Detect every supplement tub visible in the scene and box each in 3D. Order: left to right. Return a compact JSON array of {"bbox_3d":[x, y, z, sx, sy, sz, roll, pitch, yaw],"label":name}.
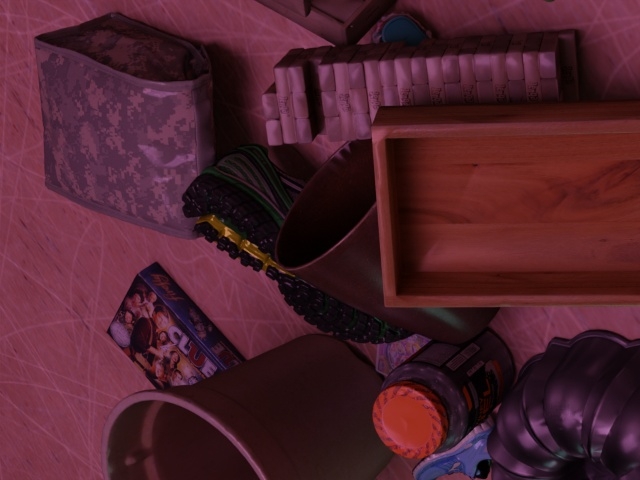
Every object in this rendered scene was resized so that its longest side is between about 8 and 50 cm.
[{"bbox_3d":[0.147,0.183,1.643,0.117,0.190,0.117,11,113,29],"label":"supplement tub"}]

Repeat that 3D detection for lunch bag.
[{"bbox_3d":[-0.236,-0.152,1.835,0.287,0.169,0.235,25,127,36],"label":"lunch bag"}]

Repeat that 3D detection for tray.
[{"bbox_3d":[0.265,-0.038,1.383,0.410,0.076,0.203,-1,114,10],"label":"tray"}]

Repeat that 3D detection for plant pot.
[{"bbox_3d":[-0.069,0.284,1.818,0.333,0.305,0.334,20,125,32],"label":"plant pot"},{"bbox_3d":[0.104,0.013,1.593,0.230,0.215,0.215,39,141,-21],"label":"plant pot"}]

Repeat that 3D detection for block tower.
[{"bbox_3d":[0.108,-0.165,1.475,0.335,0.097,0.091,-3,112,14],"label":"block tower"}]

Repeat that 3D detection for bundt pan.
[{"bbox_3d":[0.332,0.279,1.589,0.330,0.124,0.331,21,126,33],"label":"bundt pan"}]

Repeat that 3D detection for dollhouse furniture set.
[{"bbox_3d":[-0.014,-0.349,1.503,0.161,0.212,0.242,32,157,23],"label":"dollhouse furniture set"}]

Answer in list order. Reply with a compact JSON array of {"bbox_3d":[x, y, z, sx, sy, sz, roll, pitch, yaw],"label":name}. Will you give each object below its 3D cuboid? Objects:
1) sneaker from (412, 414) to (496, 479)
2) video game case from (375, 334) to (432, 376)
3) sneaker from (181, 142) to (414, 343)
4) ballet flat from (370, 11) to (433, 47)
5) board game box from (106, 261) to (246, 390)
[{"bbox_3d":[0.182,0.290,1.773,0.073,0.063,0.162,51,136,4],"label":"sneaker"},{"bbox_3d":[0.126,0.158,1.788,0.122,0.011,0.087,23,126,31],"label":"video game case"},{"bbox_3d":[0.000,0.000,1.732,0.343,0.146,0.134,40,147,-4],"label":"sneaker"},{"bbox_3d":[0.137,-0.156,1.575,0.241,0.091,0.077,60,167,5],"label":"ballet flat"},{"bbox_3d":[-0.212,0.173,2.077,0.243,0.042,0.165,46,135,13],"label":"board game box"}]
